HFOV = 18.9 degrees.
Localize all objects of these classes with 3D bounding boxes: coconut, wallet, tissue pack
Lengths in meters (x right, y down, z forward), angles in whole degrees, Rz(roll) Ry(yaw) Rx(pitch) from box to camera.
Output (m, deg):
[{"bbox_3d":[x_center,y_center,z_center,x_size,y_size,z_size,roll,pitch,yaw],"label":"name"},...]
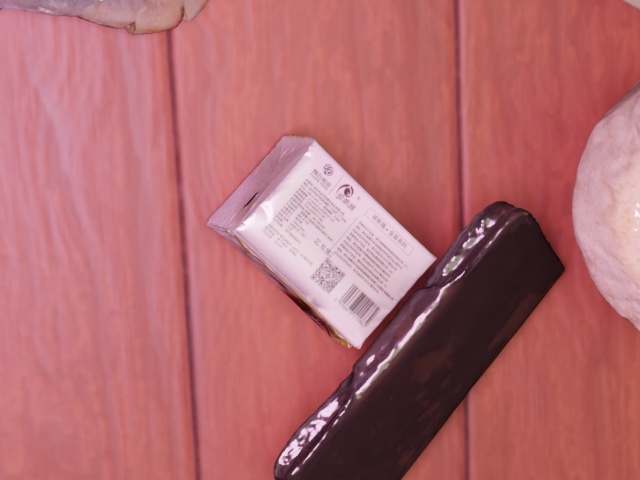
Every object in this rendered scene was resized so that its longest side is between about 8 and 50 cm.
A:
[{"bbox_3d":[0.364,-0.035,1.626,0.329,0.329,0.329,-2,98,-18],"label":"coconut"},{"bbox_3d":[0.086,0.108,1.632,0.309,0.042,0.165,-51,146,-4],"label":"wallet"},{"bbox_3d":[0.000,0.000,1.595,0.148,0.099,0.106,44,81,-18],"label":"tissue pack"}]

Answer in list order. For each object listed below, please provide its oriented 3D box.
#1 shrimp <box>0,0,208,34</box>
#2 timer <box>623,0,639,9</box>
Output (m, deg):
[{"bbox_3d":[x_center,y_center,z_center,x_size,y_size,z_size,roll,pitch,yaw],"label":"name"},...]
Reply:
[{"bbox_3d":[-0.208,-0.262,1.512,0.289,0.075,0.178,6,87,-18],"label":"shrimp"},{"bbox_3d":[0.363,-0.373,1.591,0.315,0.291,0.291,-33,106,-24],"label":"timer"}]
